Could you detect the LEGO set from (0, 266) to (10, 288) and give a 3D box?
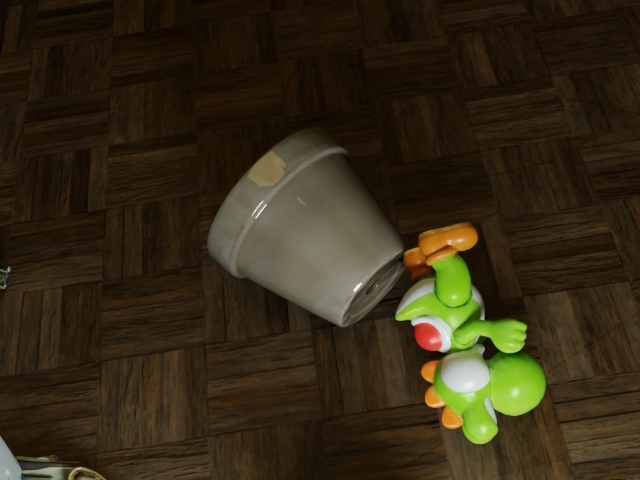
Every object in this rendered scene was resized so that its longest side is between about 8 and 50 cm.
[{"bbox_3d":[-0.650,0.088,2.240,0.083,0.023,0.054,-34,48,-4],"label":"LEGO set"}]

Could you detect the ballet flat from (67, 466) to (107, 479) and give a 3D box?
[{"bbox_3d":[-0.336,0.449,1.825,0.232,0.073,0.080,28,58,29],"label":"ballet flat"}]

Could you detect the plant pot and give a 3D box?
[{"bbox_3d":[0.000,0.000,2.052,0.323,0.323,0.280,-39,70,-24],"label":"plant pot"}]

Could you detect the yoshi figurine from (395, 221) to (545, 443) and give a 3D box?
[{"bbox_3d":[0.274,0.157,1.905,0.203,0.203,0.362,-23,73,32],"label":"yoshi figurine"}]

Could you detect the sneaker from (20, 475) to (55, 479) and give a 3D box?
[{"bbox_3d":[-0.467,0.465,1.837,0.082,0.071,0.191,-6,48,-4],"label":"sneaker"}]

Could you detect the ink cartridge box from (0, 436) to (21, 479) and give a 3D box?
[{"bbox_3d":[-0.644,0.422,1.782,0.289,0.122,0.211,-26,18,-1],"label":"ink cartridge box"}]

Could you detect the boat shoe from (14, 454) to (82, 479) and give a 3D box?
[{"bbox_3d":[-0.472,0.389,1.920,0.137,0.049,0.043,-6,45,10],"label":"boat shoe"}]
